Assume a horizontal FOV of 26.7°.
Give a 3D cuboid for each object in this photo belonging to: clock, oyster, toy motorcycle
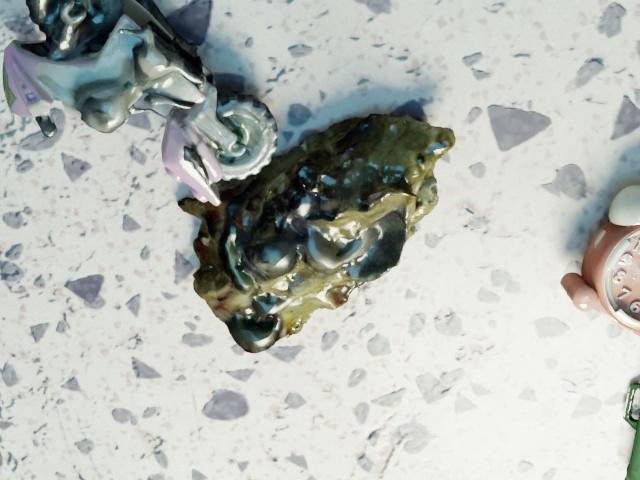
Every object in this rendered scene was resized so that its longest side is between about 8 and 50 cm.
[{"bbox_3d":[0.376,0.027,1.545,0.166,0.093,0.162,31,105,-12],"label":"clock"},{"bbox_3d":[0.011,-0.003,1.544,0.361,0.096,0.221,-23,120,16],"label":"oyster"},{"bbox_3d":[-0.205,-0.154,1.447,0.188,0.143,0.327,-42,118,14],"label":"toy motorcycle"}]

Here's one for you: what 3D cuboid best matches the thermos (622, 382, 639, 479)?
[{"bbox_3d":[0.422,0.225,1.654,0.073,0.083,0.188,-4,117,-20],"label":"thermos"}]
